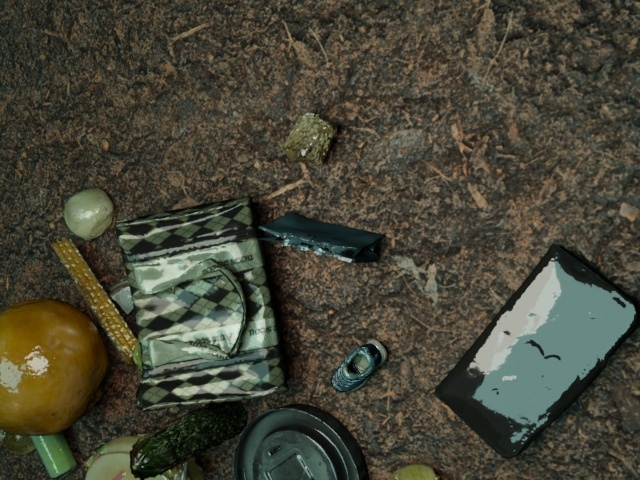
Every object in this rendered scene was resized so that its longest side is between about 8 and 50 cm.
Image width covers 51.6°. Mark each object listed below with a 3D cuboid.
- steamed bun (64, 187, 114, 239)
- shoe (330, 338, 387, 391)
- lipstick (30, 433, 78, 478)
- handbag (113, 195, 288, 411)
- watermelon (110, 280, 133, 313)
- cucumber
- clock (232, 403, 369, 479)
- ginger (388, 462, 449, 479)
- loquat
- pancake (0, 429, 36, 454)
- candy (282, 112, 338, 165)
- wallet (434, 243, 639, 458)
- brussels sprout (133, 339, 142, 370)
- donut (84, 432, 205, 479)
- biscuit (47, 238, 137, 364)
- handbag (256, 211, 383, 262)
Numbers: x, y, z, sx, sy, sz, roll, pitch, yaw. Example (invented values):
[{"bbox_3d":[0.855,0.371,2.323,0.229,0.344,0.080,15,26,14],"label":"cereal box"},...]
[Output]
[{"bbox_3d":[-0.585,-0.069,1.650,0.130,0.091,0.112,-48,69,21],"label":"steamed bun"},{"bbox_3d":[0.070,0.257,1.324,0.143,0.071,0.064,-46,71,26],"label":"shoe"},{"bbox_3d":[-0.731,0.474,1.727,0.076,0.076,0.304,-27,90,26],"label":"lipstick"},{"bbox_3d":[-0.256,0.136,1.374,0.317,0.180,0.416,-11,86,-8],"label":"handbag"},{"bbox_3d":[-0.482,0.131,1.618,0.085,0.061,0.085,4,99,29],"label":"watermelon"},{"bbox_3d":[-0.276,0.407,1.351,0.096,0.359,0.096,1,93,24],"label":"cucumber"},{"bbox_3d":[-0.044,0.501,1.397,0.313,0.061,0.312,1,92,28],"label":"clock"},{"bbox_3d":[0.198,0.541,1.267,0.137,0.074,0.213,-11,93,28],"label":"ginger"},{"bbox_3d":[-0.667,0.301,1.583,0.328,0.328,0.328,1,92,28],"label":"loquat"},{"bbox_3d":[-0.850,0.455,1.835,0.282,0.049,0.282,2,95,26],"label":"pancake"},{"bbox_3d":[-0.018,-0.205,1.350,0.095,0.085,0.110,27,94,31],"label":"candy"},{"bbox_3d":[0.380,0.202,1.169,0.197,0.051,0.377,41,109,24],"label":"wallet"},{"bbox_3d":[-0.326,0.237,1.490,0.180,0.161,0.144,-46,32,22],"label":"brussels sprout"},{"bbox_3d":[-0.424,0.625,1.554,0.307,0.150,0.371,17,99,27],"label":"donut"},{"bbox_3d":[-0.551,0.146,1.637,0.054,0.094,0.378,-33,72,-19],"label":"biscuit"},{"bbox_3d":[0.000,0.000,1.311,0.221,0.144,0.057,15,105,25],"label":"handbag"}]
